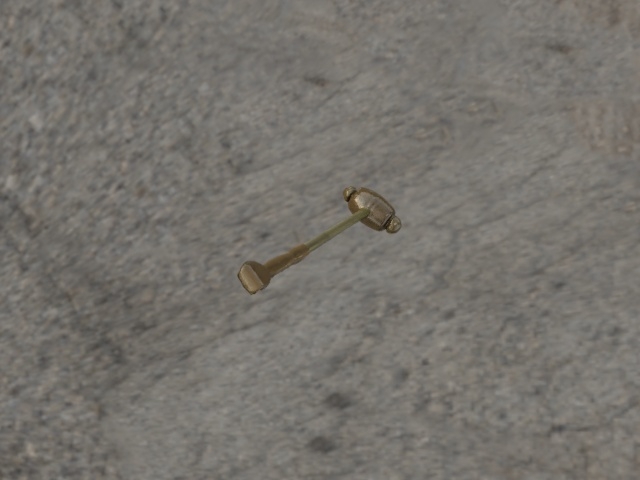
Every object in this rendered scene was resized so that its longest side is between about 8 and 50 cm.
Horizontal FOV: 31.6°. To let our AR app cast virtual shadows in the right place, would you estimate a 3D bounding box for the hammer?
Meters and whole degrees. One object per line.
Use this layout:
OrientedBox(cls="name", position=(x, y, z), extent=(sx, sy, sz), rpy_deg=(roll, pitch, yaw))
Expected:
OrientedBox(cls="hammer", position=(0.000, 0.000, 0.425), extent=(0.029, 0.014, 0.123), rpy_deg=(35, 25, 12))
